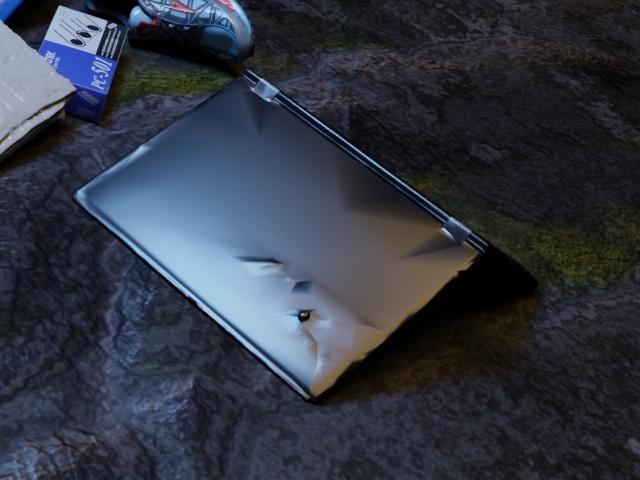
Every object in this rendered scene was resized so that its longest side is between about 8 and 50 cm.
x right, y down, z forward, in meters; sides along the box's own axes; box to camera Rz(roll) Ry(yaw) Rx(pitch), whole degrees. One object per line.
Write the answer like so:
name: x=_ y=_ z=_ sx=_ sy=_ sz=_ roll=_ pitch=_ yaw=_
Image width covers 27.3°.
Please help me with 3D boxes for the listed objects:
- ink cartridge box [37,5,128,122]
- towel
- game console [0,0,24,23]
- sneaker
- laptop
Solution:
ink cartridge box: x=-0.308 y=-0.228 z=1.676 sx=0.097 sy=0.046 sz=0.207 roll=16 pitch=31 yaw=-10
towel: x=-0.426 y=-0.213 z=1.488 sx=0.282 sy=0.049 sz=0.187 roll=44 pitch=39 yaw=-3
game console: x=-0.503 y=-0.416 z=1.772 sx=0.293 sy=0.173 sz=0.250 roll=38 pitch=64 yaw=-9
sneaker: x=-0.215 y=-0.304 z=1.839 sx=0.262 sy=0.104 sz=0.125 roll=28 pitch=48 yaw=17
laptop: x=0.000 y=0.000 z=1.554 sx=0.382 sy=0.236 sz=0.408 roll=39 pitch=5 yaw=24
